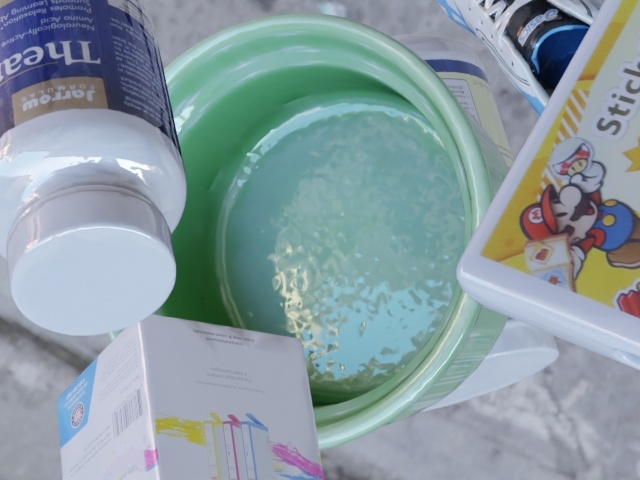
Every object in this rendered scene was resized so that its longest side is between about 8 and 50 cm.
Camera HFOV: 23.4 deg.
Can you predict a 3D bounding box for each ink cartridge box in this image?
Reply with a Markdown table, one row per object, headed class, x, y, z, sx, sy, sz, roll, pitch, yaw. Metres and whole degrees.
| class | x | y | z | sx | sy | sz | roll | pitch | yaw |
| --- | --- | --- | --- | --- | --- | --- | --- | --- | --- |
| ink cartridge box | -0.058 | 0.121 | 0.707 | 0.090 | 0.143 | 0.092 | 11 | 144 | -33 |

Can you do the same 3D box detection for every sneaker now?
| class | x | y | z | sx | sy | sz | roll | pitch | yaw |
| --- | --- | --- | --- | --- | --- | --- | --- | --- | --- |
| sneaker | 0.139 | -0.146 | 1.003 | 0.085 | 0.237 | 0.086 | -44 | 149 | 8 |

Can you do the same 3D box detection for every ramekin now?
| class | x | y | z | sx | sy | sz | roll | pitch | yaw |
| --- | --- | --- | --- | --- | --- | --- | --- | --- | --- |
| ramekin | 0.000 | 0.000 | 1.116 | 0.303 | 0.148 | 0.303 | -3 | 83 | 24 |

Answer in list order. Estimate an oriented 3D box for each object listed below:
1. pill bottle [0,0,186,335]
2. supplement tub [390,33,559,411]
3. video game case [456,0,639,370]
| class | x | y | z | sx | sy | sz | roll | pitch | yaw |
| --- | --- | --- | --- | --- | --- | --- | --- | --- | --- |
| pill bottle | -0.079 | -0.031 | 0.494 | 0.067 | 0.120 | 0.067 | -9 | 138 | -8 |
| supplement tub | 0.090 | -0.012 | 1.512 | 0.235 | 0.235 | 0.325 | -31 | 68 | 39 |
| video game case | 0.176 | -0.048 | 0.427 | 0.206 | 0.227 | 0.026 | 22 | 166 | 33 |
